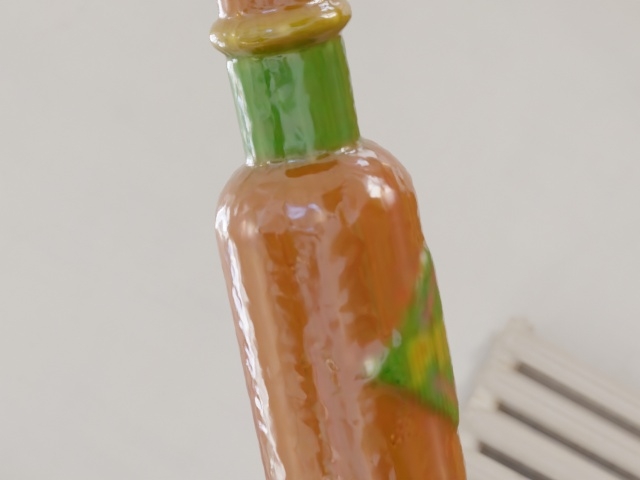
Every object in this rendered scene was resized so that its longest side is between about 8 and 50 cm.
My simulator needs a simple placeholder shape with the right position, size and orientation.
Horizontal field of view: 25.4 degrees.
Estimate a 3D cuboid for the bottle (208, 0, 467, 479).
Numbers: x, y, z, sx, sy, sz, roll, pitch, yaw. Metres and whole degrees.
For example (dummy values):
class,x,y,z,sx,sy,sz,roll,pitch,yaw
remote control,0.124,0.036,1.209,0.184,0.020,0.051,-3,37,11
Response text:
class,x,y,z,sx,sy,sz,roll,pitch,yaw
bottle,0.000,0.000,0.450,0.069,0.069,0.187,-83,-18,-74
